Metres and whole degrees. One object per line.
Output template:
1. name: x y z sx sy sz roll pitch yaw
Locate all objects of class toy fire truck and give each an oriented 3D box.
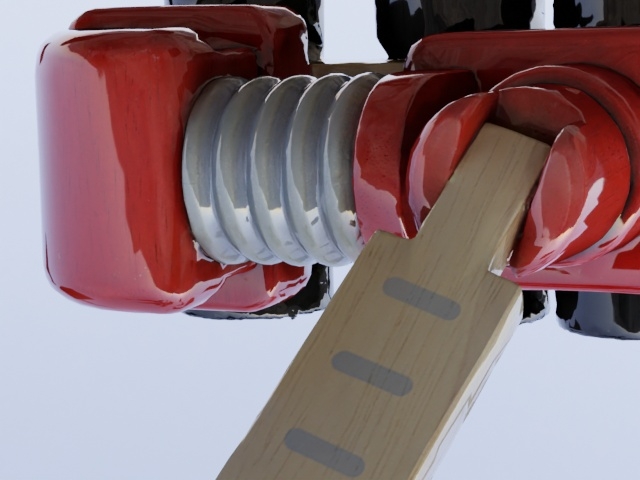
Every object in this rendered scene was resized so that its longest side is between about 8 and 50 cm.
1. toy fire truck: 0.000 0.000 0.519 0.217 0.159 0.246 2 -172 24
